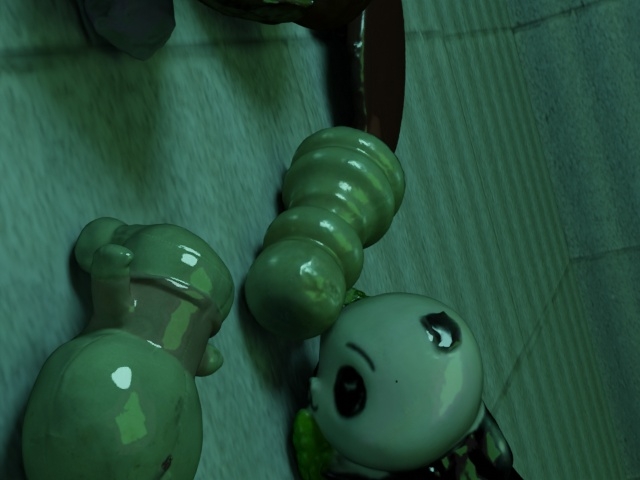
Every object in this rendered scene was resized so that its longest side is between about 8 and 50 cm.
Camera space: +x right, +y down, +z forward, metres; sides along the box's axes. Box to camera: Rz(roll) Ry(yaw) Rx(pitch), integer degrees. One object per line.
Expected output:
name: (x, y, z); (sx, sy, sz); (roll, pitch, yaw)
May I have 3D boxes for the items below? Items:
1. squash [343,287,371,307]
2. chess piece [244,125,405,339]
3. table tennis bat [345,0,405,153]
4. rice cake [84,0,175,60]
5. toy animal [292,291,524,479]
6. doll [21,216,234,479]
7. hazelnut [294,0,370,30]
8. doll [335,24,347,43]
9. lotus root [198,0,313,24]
squash: (0.070, 0.132, 1.112); (0.219, 0.068, 0.077); (55, 47, -41)
chess piece: (0.000, 0.000, 0.965); (0.133, 0.133, 0.243); (63, 31, -29)
table tennis bat: (0.073, -0.201, 1.268); (0.268, 0.051, 0.415); (71, 25, -51)
rice cake: (-0.169, -0.347, 0.829); (0.070, 0.064, 0.399); (21, 59, -55)
toy animal: (0.077, 0.189, 0.949); (0.267, 0.212, 0.212); (67, 25, -12)
doll: (-0.125, 0.092, 0.635); (0.155, 0.113, 0.275); (58, 29, -43)
hazelnut: (-0.028, -0.330, 0.987); (0.229, 0.229, 0.230); (43, 40, -52)
doll: (0.019, -0.324, 1.245); (0.104, 0.062, 0.194); (-70, 159, -9)
lotus root: (-0.092, -0.322, 0.755); (0.210, 0.142, 0.314); (31, 58, -37)
